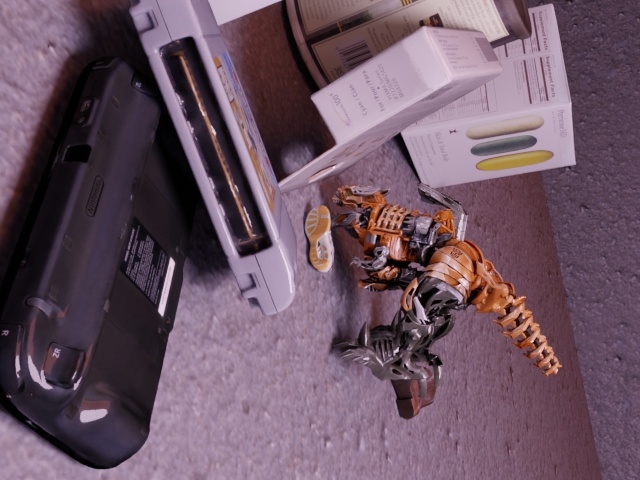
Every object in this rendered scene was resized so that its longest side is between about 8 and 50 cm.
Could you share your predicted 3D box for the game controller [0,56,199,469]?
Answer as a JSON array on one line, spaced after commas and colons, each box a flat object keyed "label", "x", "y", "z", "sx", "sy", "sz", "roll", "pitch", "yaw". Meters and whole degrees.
[{"label": "game controller", "x": -0.159, "y": 0.007, "z": 0.664, "sx": 0.166, "sy": 0.067, "sz": 0.319, "roll": 70, "pitch": 21, "yaw": -49}]

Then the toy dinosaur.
[{"label": "toy dinosaur", "x": 0.129, "y": 0.060, "z": 1.030, "sx": 0.164, "sy": 0.218, "sz": 0.322, "roll": 15, "pitch": 20, "yaw": -46}]

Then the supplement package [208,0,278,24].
[{"label": "supplement package", "x": -0.096, "y": -0.366, "z": 0.903, "sx": 0.139, "sy": 0.134, "sz": 0.244, "roll": 46, "pitch": 37, "yaw": -47}]

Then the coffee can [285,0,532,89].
[{"label": "coffee can", "x": 0.119, "y": -0.321, "z": 1.158, "sx": 0.201, "sy": 0.276, "sz": 0.201, "roll": 48, "pitch": 32, "yaw": -45}]

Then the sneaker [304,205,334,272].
[{"label": "sneaker", "x": 0.000, "y": 0.000, "z": 1.039, "sx": 0.037, "sy": 0.032, "sz": 0.083, "roll": 55, "pitch": 33, "yaw": -66}]

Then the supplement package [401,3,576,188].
[{"label": "supplement package", "x": 0.276, "y": -0.233, "z": 1.442, "sx": 0.199, "sy": 0.263, "sz": 0.198, "roll": 54, "pitch": 31, "yaw": -60}]

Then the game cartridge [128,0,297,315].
[{"label": "game cartridge", "x": -0.089, "y": -0.096, "z": 0.788, "sx": 0.198, "sy": 0.062, "sz": 0.297, "roll": -83, "pitch": 153, "yaw": -74}]

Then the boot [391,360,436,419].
[{"label": "boot", "x": 0.135, "y": 0.188, "z": 1.207, "sx": 0.114, "sy": 0.037, "sz": 0.106, "roll": -11, "pitch": 99, "yaw": -63}]

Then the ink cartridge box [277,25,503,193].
[{"label": "ink cartridge box", "x": 0.061, "y": -0.149, "z": 0.991, "sx": 0.066, "sy": 0.261, "sz": 0.296, "roll": 61, "pitch": 24, "yaw": 0}]
